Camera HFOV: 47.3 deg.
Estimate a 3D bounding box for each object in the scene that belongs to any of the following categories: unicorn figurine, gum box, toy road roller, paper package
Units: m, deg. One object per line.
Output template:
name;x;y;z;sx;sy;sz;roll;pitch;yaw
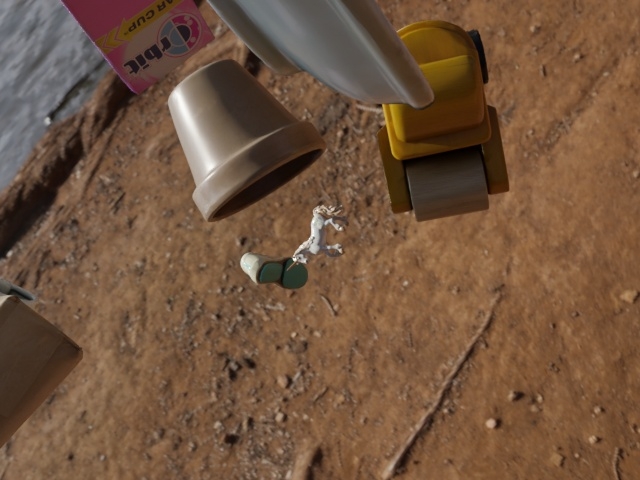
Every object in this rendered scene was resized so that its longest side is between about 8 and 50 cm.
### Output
unicorn figurine;0.000;0.000;1.609;0.111;0.060;0.161;8;80;11
gum box;-0.151;-0.190;0.444;0.062;0.107;0.188;-36;58;-3
toy road roller;0.189;-0.188;1.190;0.203;0.329;0.240;-11;11;9
paper package;-0.602;0.261;1.266;0.325;0.168;0.309;-51;18;-21

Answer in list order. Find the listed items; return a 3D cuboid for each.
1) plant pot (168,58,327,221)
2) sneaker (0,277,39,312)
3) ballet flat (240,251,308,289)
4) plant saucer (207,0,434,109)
plant pot;-0.154;-0.194;1.328;0.263;0.263;0.229;-33;87;11
sneaker;-0.719;0.143;1.511;0.293;0.108;0.169;11;102;3
ballet flat;-0.115;0.070;1.789;0.086;0.248;0.086;-5;79;24
plant saucer;-0.056;-0.253;0.619;0.101;0.400;0.400;-35;45;13
